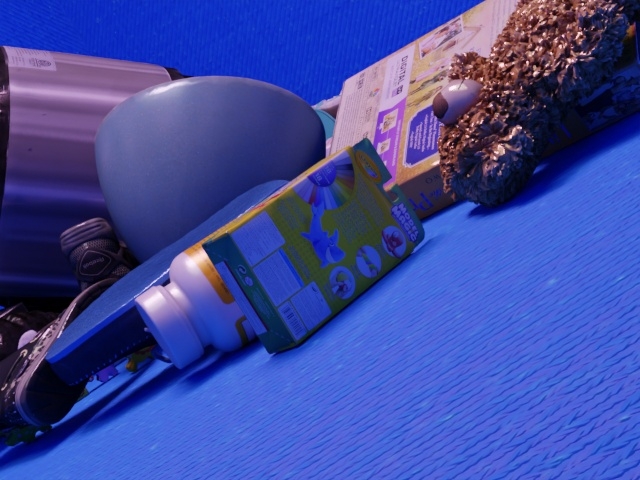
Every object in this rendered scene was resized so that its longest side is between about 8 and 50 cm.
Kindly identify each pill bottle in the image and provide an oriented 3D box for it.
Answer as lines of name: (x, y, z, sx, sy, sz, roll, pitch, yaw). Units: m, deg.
pill bottle: (-0.082, 0.042, 1.564, 0.208, 0.117, 0.117, -33, 8, -12)

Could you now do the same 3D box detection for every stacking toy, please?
stacking toy: (-0.315, 0.177, 1.858, 0.221, 0.052, 0.167, -35, 8, -22)

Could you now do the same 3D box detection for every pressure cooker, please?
pressure cooker: (-0.318, -0.084, 2.186, 0.420, 0.370, 0.375, 4, -29, -21)

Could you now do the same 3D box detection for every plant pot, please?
plant pot: (-0.130, -0.038, 1.850, 0.290, 0.195, 0.290, -4, -29, -2)

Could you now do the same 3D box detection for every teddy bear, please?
teddy bear: (0.221, -0.193, 1.526, 0.338, 0.113, 0.245, -45, 28, 0)

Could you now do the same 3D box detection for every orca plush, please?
orca plush: (-0.392, 0.113, 1.892, 0.287, 0.102, 0.151, -20, 19, -36)

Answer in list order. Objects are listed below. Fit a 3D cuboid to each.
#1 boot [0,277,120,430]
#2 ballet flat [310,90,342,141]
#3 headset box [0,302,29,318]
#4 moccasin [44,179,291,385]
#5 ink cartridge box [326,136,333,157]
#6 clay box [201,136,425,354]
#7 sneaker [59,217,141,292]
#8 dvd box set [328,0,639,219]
boot: (-0.330, 0.142, 1.761, 0.179, 0.085, 0.236, -20, 24, 36)
ballet flat: (0.036, -0.180, 2.661, 0.409, 0.147, 0.147, -32, 7, -28)
headset box: (-0.514, 0.213, 2.107, 0.246, 0.131, 0.283, -35, 8, -25)
moccasin: (-0.139, 0.066, 1.667, 0.342, 0.117, 0.138, -35, 16, -10)
ink cartridge box: (0.069, -0.157, 2.477, 0.198, 0.067, 0.115, -29, 8, 15)
clay box: (0.000, 0.000, 1.478, 0.222, 0.127, 0.053, -36, 8, -41)
sneaker: (-0.260, 0.061, 1.914, 0.087, 0.130, 0.227, -21, -15, -1)
dvd box set: (0.191, -0.175, 1.727, 0.420, 0.062, 0.307, -28, 31, 27)
